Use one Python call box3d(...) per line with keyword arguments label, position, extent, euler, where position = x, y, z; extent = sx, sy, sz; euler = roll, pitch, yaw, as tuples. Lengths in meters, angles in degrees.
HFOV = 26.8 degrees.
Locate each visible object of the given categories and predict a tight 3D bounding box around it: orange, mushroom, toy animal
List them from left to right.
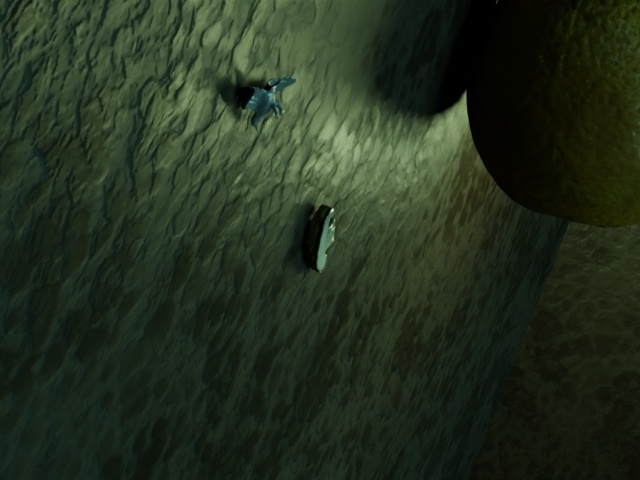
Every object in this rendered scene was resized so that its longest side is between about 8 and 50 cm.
box3d(label="toy animal", position=(-0.045, -0.116, 1.155), extent=(0.084, 0.028, 0.050), euler=(-25, 127, -63))
box3d(label="mushroom", position=(0.000, 0.000, 1.443), extent=(0.049, 0.019, 0.101), euler=(-52, 159, -36))
box3d(label="orange", position=(0.350, -0.199, 1.711), extent=(0.322, 0.322, 0.357), euler=(-31, 132, -61))
